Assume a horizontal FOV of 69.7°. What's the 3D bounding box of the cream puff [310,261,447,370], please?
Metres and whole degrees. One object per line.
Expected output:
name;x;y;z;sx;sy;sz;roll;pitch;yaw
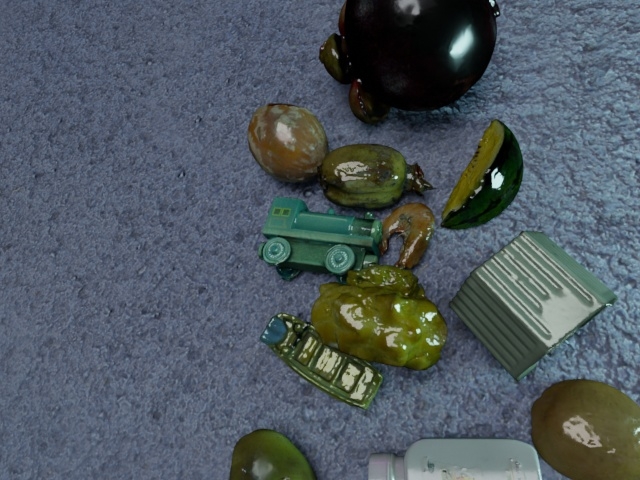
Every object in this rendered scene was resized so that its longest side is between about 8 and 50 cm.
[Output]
cream puff;0.123;0.139;0.906;0.282;0.282;0.185;13;89;21

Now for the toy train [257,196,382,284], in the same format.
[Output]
toy train;0.000;0.000;1.077;0.298;0.120;0.194;7;67;22

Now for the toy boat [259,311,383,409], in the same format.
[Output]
toy boat;0.002;0.258;0.998;0.276;0.084;0.111;27;76;21

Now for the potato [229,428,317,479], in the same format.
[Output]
potato;-0.090;0.492;0.895;0.169;0.143;0.248;-29;63;-8

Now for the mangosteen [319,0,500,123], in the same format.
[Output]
mangosteen;0.188;-0.477;1.089;0.435;0.382;0.381;-22;63;26

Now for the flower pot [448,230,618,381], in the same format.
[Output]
flower pot;0.392;0.116;0.865;0.239;0.209;0.189;-40;63;0

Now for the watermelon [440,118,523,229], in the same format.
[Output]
watermelon;0.381;-0.148;1.054;0.129;0.123;0.301;17;73;55

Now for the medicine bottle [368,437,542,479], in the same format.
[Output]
medicine bottle;0.240;0.444;0.835;0.297;0.111;0.161;-5;68;16

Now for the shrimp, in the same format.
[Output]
shrimp;0.194;-0.005;1.069;0.133;0.052;0.187;6;65;41

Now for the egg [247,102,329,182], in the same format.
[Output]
egg;-0.079;-0.247;1.161;0.233;0.195;0.195;37;83;28

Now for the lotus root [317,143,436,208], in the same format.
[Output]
lotus root;0.131;-0.152;1.085;0.278;0.154;0.153;1;69;4

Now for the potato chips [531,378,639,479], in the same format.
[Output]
potato chips;0.495;0.348;0.825;0.195;0.062;0.208;-40;61;-4
